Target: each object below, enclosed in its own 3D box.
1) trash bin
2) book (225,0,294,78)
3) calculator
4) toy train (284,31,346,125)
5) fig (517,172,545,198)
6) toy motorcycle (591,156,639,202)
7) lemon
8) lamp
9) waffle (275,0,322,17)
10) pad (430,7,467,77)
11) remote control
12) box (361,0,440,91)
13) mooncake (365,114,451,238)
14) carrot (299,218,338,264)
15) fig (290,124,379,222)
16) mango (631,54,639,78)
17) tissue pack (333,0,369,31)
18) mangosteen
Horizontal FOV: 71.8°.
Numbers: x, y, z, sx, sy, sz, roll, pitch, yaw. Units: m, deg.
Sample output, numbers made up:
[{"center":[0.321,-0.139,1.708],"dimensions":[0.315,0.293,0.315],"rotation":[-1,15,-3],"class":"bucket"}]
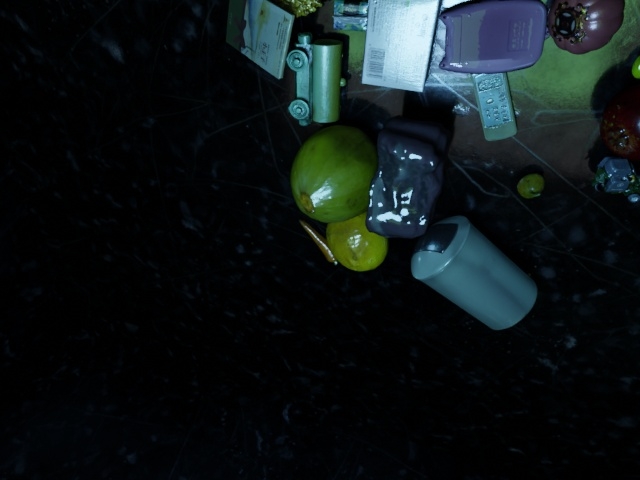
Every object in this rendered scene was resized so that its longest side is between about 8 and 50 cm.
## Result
[{"center":[0.542,0.110,1.615],"dimensions":[0.432,0.280,0.280],"rotation":[37,131,-12],"class":"trash bin"},{"center":[-0.200,-0.668,1.398],"dimensions":[0.289,0.026,0.201],"rotation":[40,134,24],"class":"book"},{"center":[0.484,-0.567,1.234],"dimensions":[0.295,0.043,0.194],"rotation":[1,115,14],"class":"calculator"},{"center":[-0.016,-0.515,1.451],"dimensions":[0.190,0.126,0.307],"rotation":[13,129,14],"class":"toy train"},{"center":[0.687,-0.170,1.447],"dimensions":[0.084,0.098,0.082],"rotation":[-1,128,37],"class":"fig"},{"center":[0.956,-0.197,1.288],"dimensions":[0.275,0.124,0.187],"rotation":[0,147,6],"class":"toy motorcycle"},{"center":[0.142,-0.007,1.717],"dimensions":[0.234,0.233,0.288],"rotation":[-24,112,35],"class":"lemon"},{"center":[0.671,-0.566,1.112],"dimensions":[0.182,0.140,0.182],"rotation":[56,166,22],"class":"lamp"},{"center":[-0.071,-0.770,1.313],"dimensions":[0.197,0.070,0.193],"rotation":[-19,117,33],"class":"waffle"},{"center":[0.397,-0.582,1.308],"dimensions":[0.113,0.006,0.187],"rotation":[12,131,12],"class":"pad"},{"center":[0.535,-0.420,1.356],"dimensions":[0.098,0.038,0.233],"rotation":[-9,121,28],"class":"remote control"},{"center":[0.234,-0.589,1.300],"dimensions":[0.195,0.111,0.260],"rotation":[13,128,12],"class":"box"},{"center":[0.289,-0.205,1.417],"dimensions":[0.213,0.350,0.380],"rotation":[12,131,14],"class":"mooncake"},{"center":[0.000,0.000,1.904],"dimensions":[0.061,0.061,0.256],"rotation":[-32,100,38],"class":"carrot"},{"center":[0.043,-0.217,1.520],"dimensions":[0.344,0.343,0.343],"rotation":[11,129,14],"class":"fig"},{"center":[0.874,-0.474,1.159],"dimensions":[0.074,0.056,0.108],"rotation":[23,129,-3],"class":"mango"},{"center":[0.096,-0.670,1.315],"dimensions":[0.111,0.079,0.085],"rotation":[12,131,13],"class":"tissue pack"},{"center":[0.898,-0.329,1.184],"dimensions":[0.258,0.215,0.215],"rotation":[-26,118,-2],"class":"mangosteen"}]
